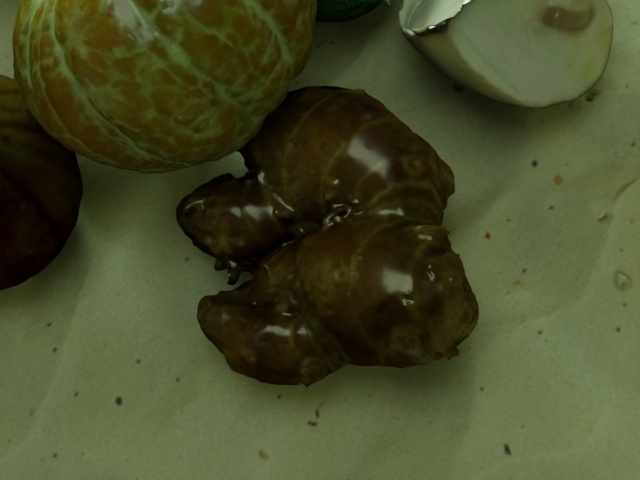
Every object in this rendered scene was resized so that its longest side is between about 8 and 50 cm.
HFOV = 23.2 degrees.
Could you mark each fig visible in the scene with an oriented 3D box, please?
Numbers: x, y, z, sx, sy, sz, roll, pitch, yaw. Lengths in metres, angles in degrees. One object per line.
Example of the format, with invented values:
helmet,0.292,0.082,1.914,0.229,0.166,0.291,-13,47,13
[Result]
fig,-0.362,-0.060,1.591,0.235,0.214,0.235,0,88,1

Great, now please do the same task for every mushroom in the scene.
mushroom,0.200,-0.230,1.655,0.236,0.162,0.173,-49,113,-21

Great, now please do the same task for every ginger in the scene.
ginger,0.001,-0.010,1.551,0.274,0.152,0.357,-24,61,17

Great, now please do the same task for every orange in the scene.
orange,-0.144,-0.215,1.522,0.329,0.249,0.329,-32,38,30

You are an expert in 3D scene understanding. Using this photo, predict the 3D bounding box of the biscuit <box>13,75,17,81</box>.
biscuit,-0.290,-0.217,1.755,0.071,0.018,0.147,21,67,18

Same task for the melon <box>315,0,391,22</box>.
melon,-0.019,-0.341,1.693,0.182,0.182,0.288,-43,68,-14
